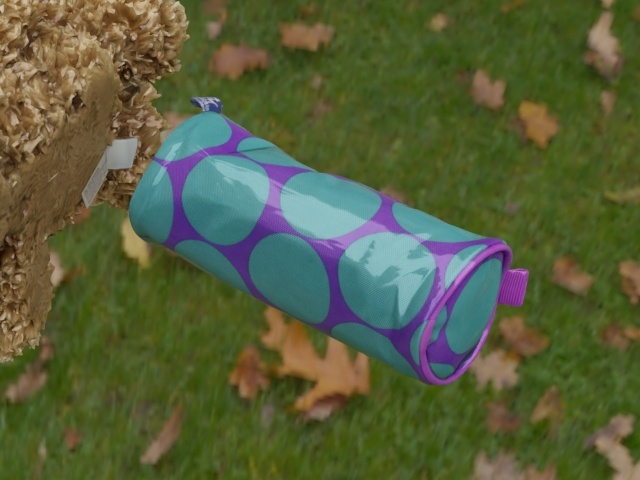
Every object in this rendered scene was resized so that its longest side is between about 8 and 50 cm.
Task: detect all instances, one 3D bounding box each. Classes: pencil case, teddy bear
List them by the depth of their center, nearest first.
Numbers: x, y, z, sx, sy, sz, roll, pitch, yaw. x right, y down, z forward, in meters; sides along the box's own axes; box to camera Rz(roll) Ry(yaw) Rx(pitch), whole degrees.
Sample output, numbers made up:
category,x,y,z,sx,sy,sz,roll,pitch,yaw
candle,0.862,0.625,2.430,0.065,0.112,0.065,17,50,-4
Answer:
category,x,y,z,sx,sy,sz,roll,pitch,yaw
pencil case,0.000,0.000,0.663,0.152,0.064,0.070,26,26,28
teddy bear,-0.181,-0.060,0.957,0.113,0.245,0.338,18,43,18
